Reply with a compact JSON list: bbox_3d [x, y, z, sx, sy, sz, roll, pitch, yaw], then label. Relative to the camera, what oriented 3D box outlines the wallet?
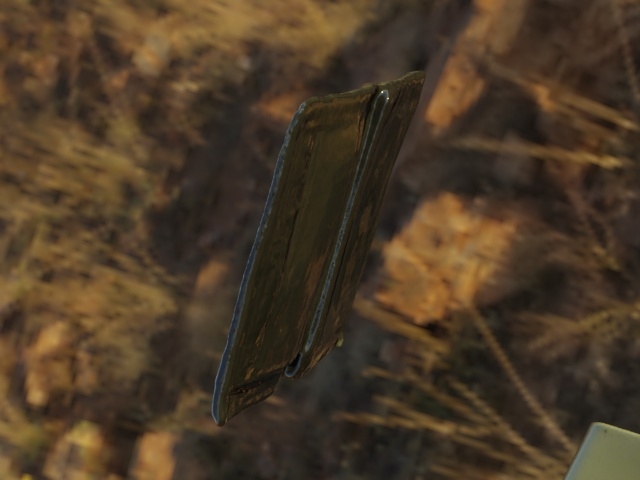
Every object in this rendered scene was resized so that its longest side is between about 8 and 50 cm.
[{"bbox_3d":[0.000,0.000,1.379,0.323,0.041,0.247,-24,-46,-70],"label":"wallet"}]

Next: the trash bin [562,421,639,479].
[{"bbox_3d":[0.254,0.288,1.498,0.243,0.121,0.247,14,76,56],"label":"trash bin"}]
